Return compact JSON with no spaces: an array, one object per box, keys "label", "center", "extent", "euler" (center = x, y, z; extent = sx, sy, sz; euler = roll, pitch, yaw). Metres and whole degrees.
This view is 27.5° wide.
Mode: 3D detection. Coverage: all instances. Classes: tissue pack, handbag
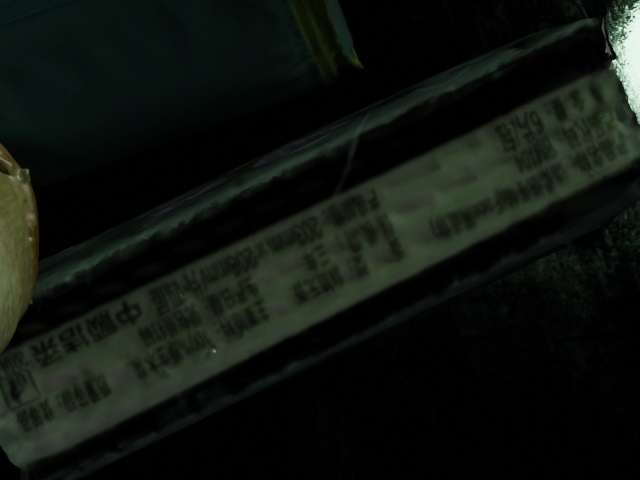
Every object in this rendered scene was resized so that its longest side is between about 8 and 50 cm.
[{"label":"tissue pack","center":[0.000,0.000,0.733],"extent":[0.122,0.361,0.259],"euler":[64,5,0]},{"label":"handbag","center":[-0.130,-0.185,0.808],"extent":[0.222,0.241,0.263],"euler":[57,11,-70]}]

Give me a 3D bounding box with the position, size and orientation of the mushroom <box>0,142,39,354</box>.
[{"label":"mushroom","center":[-0.156,0.040,0.442],"extent":[0.351,0.095,0.122],"euler":[-99,167,-69]}]
